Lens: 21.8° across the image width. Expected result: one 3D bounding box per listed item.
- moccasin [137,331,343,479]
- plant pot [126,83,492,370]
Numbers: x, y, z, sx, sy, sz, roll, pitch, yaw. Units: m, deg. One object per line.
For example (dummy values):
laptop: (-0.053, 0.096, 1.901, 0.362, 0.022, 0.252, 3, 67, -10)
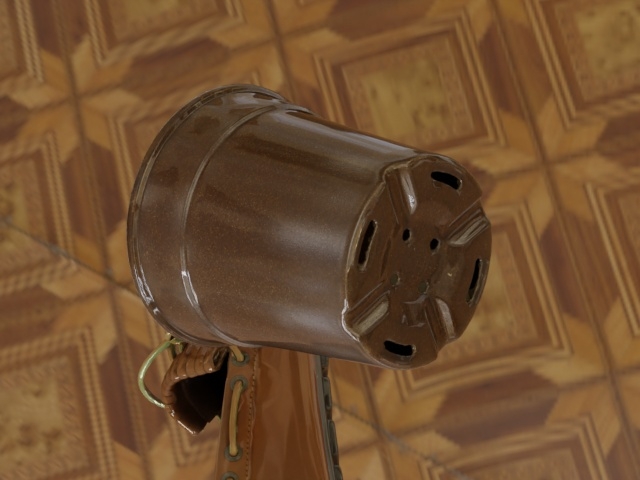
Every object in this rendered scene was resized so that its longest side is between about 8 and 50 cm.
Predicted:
moccasin: (-0.068, 0.111, 1.295, 0.146, 0.139, 0.380, -3, 61, -7)
plant pot: (0.000, 0.000, 0.982, 0.165, 0.167, 0.167, 15, 69, 44)
